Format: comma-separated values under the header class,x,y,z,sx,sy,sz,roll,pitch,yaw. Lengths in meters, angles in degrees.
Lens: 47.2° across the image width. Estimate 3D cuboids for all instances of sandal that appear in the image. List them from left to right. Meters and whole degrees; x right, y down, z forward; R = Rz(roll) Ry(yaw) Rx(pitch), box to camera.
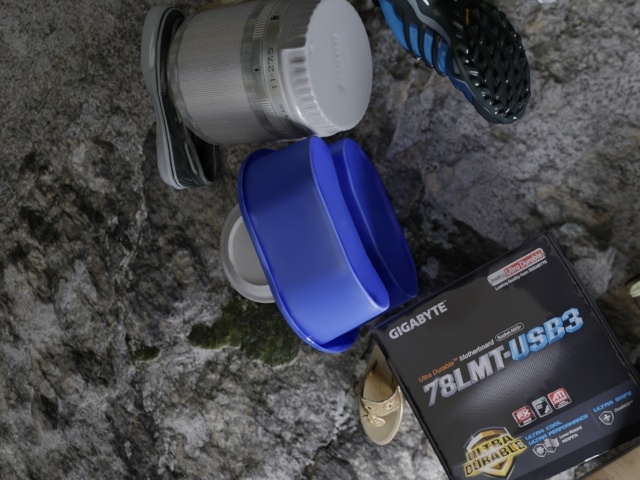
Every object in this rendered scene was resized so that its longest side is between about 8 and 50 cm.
class,x,y,z,sx,sy,sz,roll,pitch,yaw
sandal,0.092,0.236,1.196,0.088,0.079,0.239,23,110,30

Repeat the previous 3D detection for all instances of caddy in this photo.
class,x,y,z,sx,sy,sz,roll,pitch,yaw
caddy,0.000,0.000,1.128,0.179,0.241,0.341,-25,83,28

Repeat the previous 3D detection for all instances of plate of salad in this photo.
class,x,y,z,sx,sy,sz,roll,pitch,yaw
plate of salad,-0.095,0.011,1.310,0.200,0.048,0.199,-1,88,29

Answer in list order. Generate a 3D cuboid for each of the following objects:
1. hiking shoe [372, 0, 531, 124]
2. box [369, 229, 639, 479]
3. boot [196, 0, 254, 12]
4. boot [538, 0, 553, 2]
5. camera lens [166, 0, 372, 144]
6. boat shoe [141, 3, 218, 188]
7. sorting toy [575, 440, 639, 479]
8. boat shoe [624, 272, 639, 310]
class,x,y,z,sx,sy,sz,roll,pitch,yaw
hiking shoe,0.187,-0.291,1.051,0.304,0.113,0.132,56,162,1
box,0.266,0.182,1.025,0.296,0.073,0.293,-30,80,14
boot,-0.129,-0.456,1.242,0.213,0.077,0.165,-5,95,30
boot,0.282,-0.439,0.913,0.123,0.095,0.258,-24,92,29
camera lens,-0.084,-0.264,1.150,0.274,0.219,0.219,1,98,32
boat shoe,-0.237,-0.259,1.337,0.119,0.121,0.335,5,111,26
sorting toy,0.506,0.348,0.924,0.255,0.089,0.257,-47,71,30
boat shoe,0.493,0.044,0.897,0.224,0.080,0.073,-26,88,40
